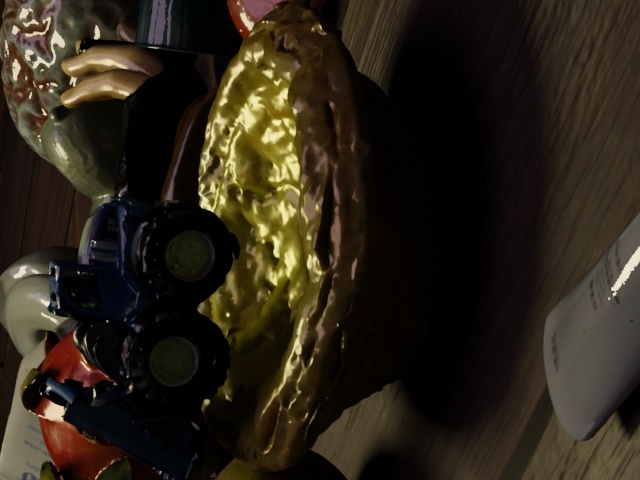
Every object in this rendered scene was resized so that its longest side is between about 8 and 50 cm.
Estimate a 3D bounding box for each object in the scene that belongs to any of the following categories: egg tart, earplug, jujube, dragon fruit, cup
[{"bbox_3d":[0.000,0.000,1.139,0.345,0.132,0.345,-177,90,-73],"label":"egg tart"},{"bbox_3d":[-0.368,0.111,2.291,0.214,0.175,0.325,62,169,-24],"label":"earplug"},{"bbox_3d":[-0.286,-0.230,1.947,0.317,0.226,0.226,106,158,-46],"label":"jujube"},{"bbox_3d":[-0.202,0.169,1.653,0.224,0.224,0.227,-107,6,-47],"label":"dragon fruit"},{"bbox_3d":[-0.137,-0.269,1.655,0.150,0.113,0.138,-152,67,-69],"label":"cup"}]

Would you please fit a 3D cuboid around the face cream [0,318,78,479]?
[{"bbox_3d":[-0.296,0.245,2.001,0.137,0.234,0.420,-55,-10,-45],"label":"face cream"}]

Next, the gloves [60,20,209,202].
[{"bbox_3d":[-0.184,-0.126,1.708,0.301,0.152,0.197,58,171,31],"label":"gloves"}]

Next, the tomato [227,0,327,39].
[{"bbox_3d":[-0.041,-0.241,1.391,0.166,0.082,0.174,122,149,-57],"label":"tomato"}]

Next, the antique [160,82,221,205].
[{"bbox_3d":[-0.095,-0.020,1.484,0.143,0.121,0.257,-159,72,-80],"label":"antique"}]

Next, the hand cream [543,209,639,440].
[{"bbox_3d":[0.162,0.015,0.759,0.255,0.048,0.079,115,157,-57],"label":"hand cream"}]

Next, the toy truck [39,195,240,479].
[{"bbox_3d":[-0.136,0.072,1.137,0.113,0.126,0.208,-174,86,-71],"label":"toy truck"}]

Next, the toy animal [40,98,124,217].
[{"bbox_3d":[-0.242,-0.059,1.825,0.138,0.108,0.236,-16,-95,-65],"label":"toy animal"}]

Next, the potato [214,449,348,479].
[{"bbox_3d":[-0.014,0.235,1.174,0.194,0.157,0.157,2,90,58],"label":"potato"}]
